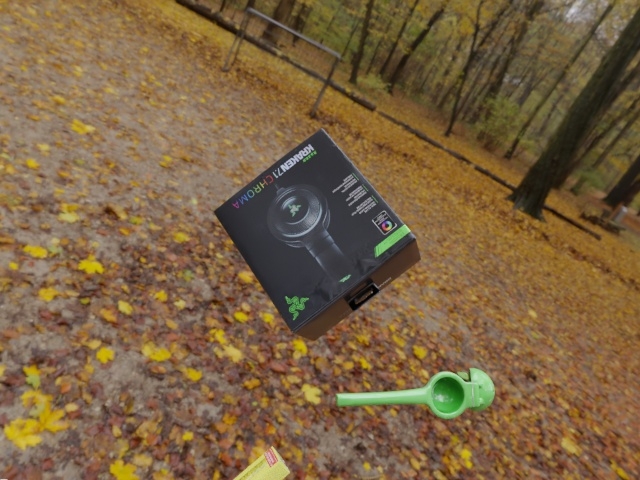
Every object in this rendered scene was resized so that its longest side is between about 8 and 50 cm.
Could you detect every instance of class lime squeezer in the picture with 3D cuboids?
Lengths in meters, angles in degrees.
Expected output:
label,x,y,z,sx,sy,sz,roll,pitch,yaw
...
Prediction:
label,x,y,z,sx,sy,sz,roll,pitch,yaw
lime squeezer,0.160,0.193,0.646,0.110,0.059,0.310,15,5,43

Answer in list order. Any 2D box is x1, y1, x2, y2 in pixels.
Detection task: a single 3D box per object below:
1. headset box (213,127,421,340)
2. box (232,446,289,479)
label,x,y,z,sx,sy,sz,roll,pitch,yaw
headset box,0.000,0.000,0.843,0.283,0.246,0.131,54,2,23
box,-0.204,0.710,1.407,0.058,0.232,0.087,58,-13,-18
